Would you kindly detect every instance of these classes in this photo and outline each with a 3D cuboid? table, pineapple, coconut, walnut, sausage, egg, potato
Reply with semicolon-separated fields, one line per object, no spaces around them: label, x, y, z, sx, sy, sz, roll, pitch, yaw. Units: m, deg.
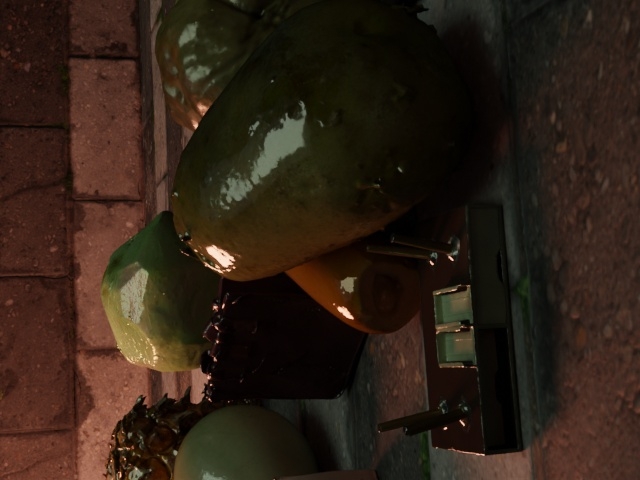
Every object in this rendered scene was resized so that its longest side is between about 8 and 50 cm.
table;0.115;0.091;0.978;0.121;0.111;0.240;155;113;-69
pineapple;-0.249;0.443;1.835;0.352;0.300;0.352;-174;90;-71
coconut;-0.307;0.099;2.003;0.328;0.281;0.328;177;90;-75
walnut;-0.073;-0.223;1.268;0.277;0.282;0.253;124;147;-64
sausage;-0.002;0.005;1.229;0.354;0.134;0.116;36;106;55
egg;-0.107;0.372;1.502;0.295;0.218;0.218;-158;68;-62
potato;-0.013;-0.106;1.046;0.359;0.219;0.270;-30;35;34

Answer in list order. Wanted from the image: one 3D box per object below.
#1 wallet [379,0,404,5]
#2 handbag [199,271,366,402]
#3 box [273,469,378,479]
wallet;0.104;-0.383;1.096;0.229;0.049;0.182;133;133;-62
handbag;-0.052;0.130;1.331;0.074;0.216;0.203;-105;22;-49
box;-0.010;0.475;1.324;0.173;0.145;0.333;-106;24;-43
